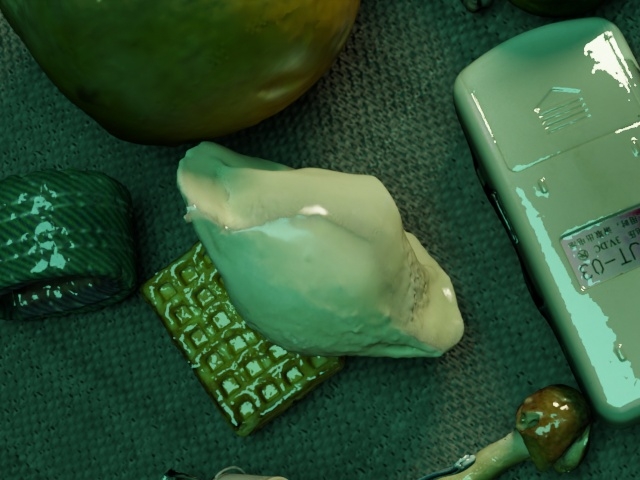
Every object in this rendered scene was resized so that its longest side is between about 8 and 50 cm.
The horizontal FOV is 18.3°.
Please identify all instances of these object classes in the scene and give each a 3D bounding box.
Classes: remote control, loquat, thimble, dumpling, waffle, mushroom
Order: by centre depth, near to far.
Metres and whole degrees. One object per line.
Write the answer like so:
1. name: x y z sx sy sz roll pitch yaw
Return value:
1. remote control: 0.201 -0.019 1.419 0.140 0.056 0.296 -22 70 -3
2. mushroom: 0.119 0.171 1.422 0.187 0.060 0.061 -38 87 15
3. loquat: -0.103 -0.210 1.435 0.276 0.284 0.276 -5 76 20
4. dumpling: 0.004 0.002 1.436 0.215 0.166 0.126 8 125 3
5. waffle: -0.057 0.063 1.494 0.102 0.042 0.148 -37 72 5
6. thimble: -0.206 0.005 1.509 0.135 0.118 0.090 -18 70 29

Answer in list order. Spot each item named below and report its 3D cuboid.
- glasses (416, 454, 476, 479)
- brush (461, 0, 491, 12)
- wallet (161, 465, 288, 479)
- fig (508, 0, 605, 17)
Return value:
1. glasses: 0.074 0.255 1.334 0.190 0.088 0.220 48 139 19
2. brush: 0.059 -0.303 1.529 0.060 0.068 0.297 -31 76 -14
3. wallet: -0.064 0.245 1.391 0.231 0.069 0.170 2 82 53
4. fig: 0.205 -0.234 1.448 0.177 0.117 0.117 -28 73 -10
